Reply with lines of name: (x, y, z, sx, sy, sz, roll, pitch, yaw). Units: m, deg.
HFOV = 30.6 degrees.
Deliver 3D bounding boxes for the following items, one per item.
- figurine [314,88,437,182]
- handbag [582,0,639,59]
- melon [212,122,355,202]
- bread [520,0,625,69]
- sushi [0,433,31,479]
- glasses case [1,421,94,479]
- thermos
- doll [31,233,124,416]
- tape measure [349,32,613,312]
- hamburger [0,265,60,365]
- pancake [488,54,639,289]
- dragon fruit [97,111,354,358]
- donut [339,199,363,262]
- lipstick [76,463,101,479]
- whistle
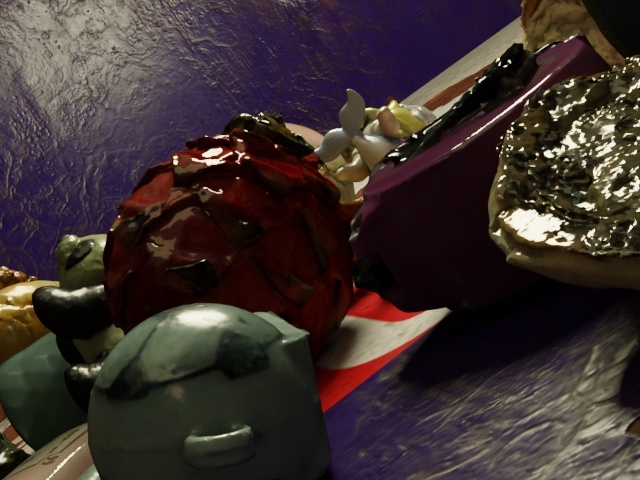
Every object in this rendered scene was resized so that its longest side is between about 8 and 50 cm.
figurine: (0.086, -0.107, 1.397, 0.128, 0.209, 0.184, -57, 33, 15)
handbag: (0.355, -0.245, 0.888, 0.263, 0.222, 0.241, -23, 19, 51)
melon: (-0.095, -0.030, 1.508, 0.317, 0.223, 0.223, -32, 7, 44)
bread: (0.374, -0.294, 1.312, 0.192, 0.171, 0.314, -43, 11, -29)
sushi: (-0.453, 0.215, 1.280, 0.178, 0.294, 0.352, -34, 3, -24)
glasses case: (-0.262, 0.249, 1.035, 0.122, 0.075, 0.314, -28, 9, 26)
thermos: (-0.237, 0.123, 1.392, 0.287, 0.182, 0.145, -34, -31, 5)
doll: (-0.221, 0.101, 1.248, 0.135, 0.234, 0.143, -27, -19, -13)
tape measure: (0.130, -0.049, 0.899, 0.245, 0.149, 0.231, -32, 7, 26)
hamburger: (-0.381, 0.136, 1.550, 0.282, 0.245, 0.155, -22, 34, -37)
pancake: (0.217, -0.053, 0.665, 0.283, 0.049, 0.282, -18, 23, 8)
dragon fruit: (-0.091, 0.026, 1.084, 0.244, 0.244, 0.298, -25, 31, 53)
donut: (0.001, 0.001, 1.281, 0.190, 0.074, 0.174, -4, -9, -36)
lipstick: (-0.217, 0.244, 0.894, 0.061, 0.068, 0.274, -37, 5, 39)
whistle: (-0.078, 0.115, 0.783, 0.163, 0.163, 0.290, -36, 6, -8)
